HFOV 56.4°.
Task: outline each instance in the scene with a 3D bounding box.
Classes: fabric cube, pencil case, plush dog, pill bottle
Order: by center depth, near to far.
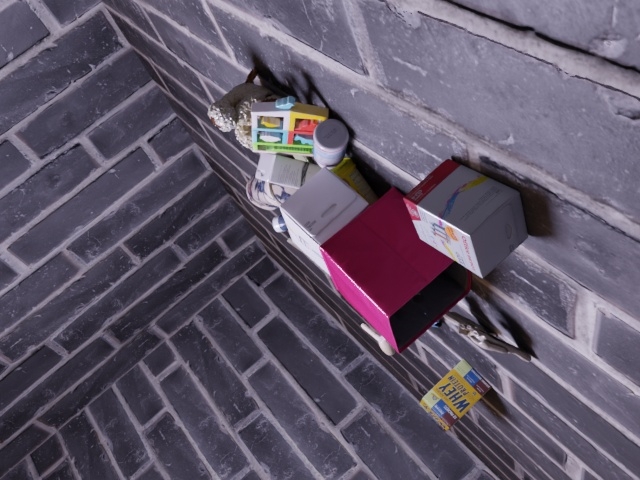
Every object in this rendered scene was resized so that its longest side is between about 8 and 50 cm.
[{"bbox_3d":[0.193,0.076,1.500,0.258,0.259,0.254,45,169,31],"label":"fabric cube"},{"bbox_3d":[0.024,-0.241,1.530,0.087,0.087,0.160,48,170,9],"label":"pill bottle"},{"bbox_3d":[-0.150,-0.360,1.691,0.226,0.210,0.262,25,178,23],"label":"plush dog"},{"bbox_3d":[-0.149,-0.191,2.196,0.184,0.159,0.410,7,-179,-18],"label":"pencil case"}]

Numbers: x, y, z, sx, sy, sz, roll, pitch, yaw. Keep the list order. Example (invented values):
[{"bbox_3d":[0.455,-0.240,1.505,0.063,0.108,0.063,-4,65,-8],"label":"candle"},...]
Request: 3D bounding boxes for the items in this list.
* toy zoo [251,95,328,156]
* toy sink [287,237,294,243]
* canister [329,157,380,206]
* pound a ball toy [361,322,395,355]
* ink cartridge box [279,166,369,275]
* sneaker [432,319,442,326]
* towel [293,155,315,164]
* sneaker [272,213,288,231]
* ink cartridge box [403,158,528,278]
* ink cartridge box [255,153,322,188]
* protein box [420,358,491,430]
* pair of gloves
[{"bbox_3d":[-0.084,-0.295,1.562,0.293,0.193,0.030,113,160,-74],"label":"toy zoo"},{"bbox_3d":[0.000,0.000,2.264,0.153,0.131,0.234,37,171,-21],"label":"toy sink"},{"bbox_3d":[0.092,-0.139,1.647,0.170,0.073,0.126,51,169,-17],"label":"canister"},{"bbox_3d":[0.201,0.224,2.095,0.319,0.208,0.135,39,165,47],"label":"pound a ball toy"},{"bbox_3d":[0.021,-0.046,1.604,0.168,0.171,0.232,42,168,20],"label":"ink cartridge box"},{"bbox_3d":[0.360,0.231,1.930,0.073,0.063,0.162,20,158,33],"label":"sneaker"},{"bbox_3d":[-0.035,-0.232,1.954,0.148,0.027,0.110,54,169,-23],"label":"towel"},{"bbox_3d":[-0.058,-0.092,2.209,0.226,0.164,0.086,-40,-67,-63],"label":"sneaker"},{"bbox_3d":[0.272,-0.043,1.112,0.176,0.127,0.128,37,163,46],"label":"ink cartridge box"},{"bbox_3d":[-0.074,-0.199,1.787,0.203,0.085,0.148,12,-174,-24],"label":"ink cartridge box"},{"bbox_3d":[0.478,0.556,2.139,0.136,0.201,0.199,45,169,20],"label":"protein box"},{"bbox_3d":[0.412,0.247,1.571,0.204,0.042,0.240,26,-177,-27],"label":"pair of gloves"}]
